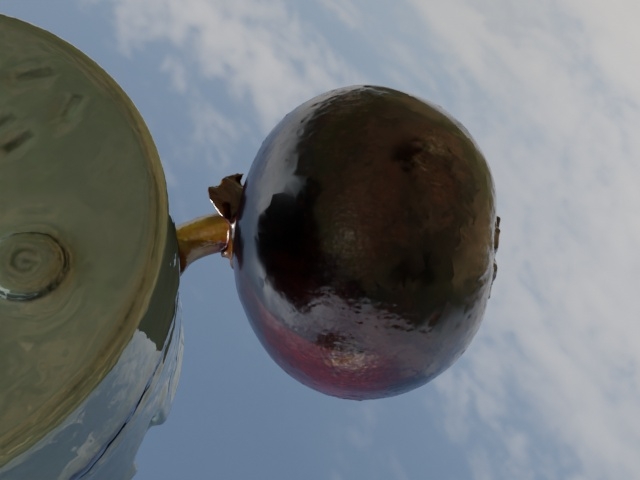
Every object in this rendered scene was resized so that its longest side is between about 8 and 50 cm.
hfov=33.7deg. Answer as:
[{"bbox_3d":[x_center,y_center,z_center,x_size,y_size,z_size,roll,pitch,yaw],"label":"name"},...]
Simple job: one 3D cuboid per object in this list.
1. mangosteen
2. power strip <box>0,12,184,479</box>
[{"bbox_3d":[0.000,0.000,0.787,0.262,0.235,0.235,4,-147,6],"label":"mangosteen"},{"bbox_3d":[-0.261,0.026,0.613,0.358,0.161,0.357,1,-122,-2],"label":"power strip"}]
